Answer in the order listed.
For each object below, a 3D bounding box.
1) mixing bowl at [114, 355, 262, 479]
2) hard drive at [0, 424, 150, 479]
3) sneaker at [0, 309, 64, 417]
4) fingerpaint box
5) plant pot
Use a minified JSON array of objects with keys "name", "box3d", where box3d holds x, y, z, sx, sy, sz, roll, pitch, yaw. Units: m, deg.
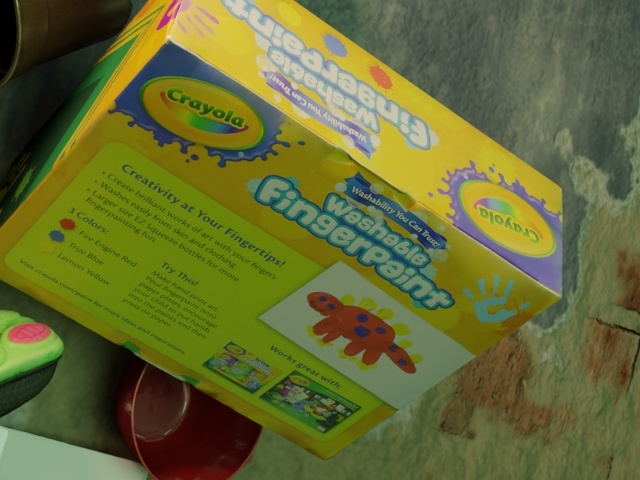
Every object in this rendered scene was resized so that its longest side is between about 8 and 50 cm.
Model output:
[{"name":"mixing bowl","box3d":[-0.159,0.181,1.522,0.181,0.098,0.182,-3,95,-40]},{"name":"hard drive","box3d":[-0.309,0.362,1.443,0.203,0.040,0.308,24,77,-39]},{"name":"sneaker","box3d":[-0.438,0.229,1.265,0.483,0.185,0.202,-39,135,-29]},{"name":"fingerpaint box","box3d":[-0.049,-0.017,1.349,0.444,0.371,0.163,31,41,-21]},{"name":"plant pot","box3d":[-0.285,-0.245,1.355,0.165,0.167,0.167,-26,109,-45]}]
